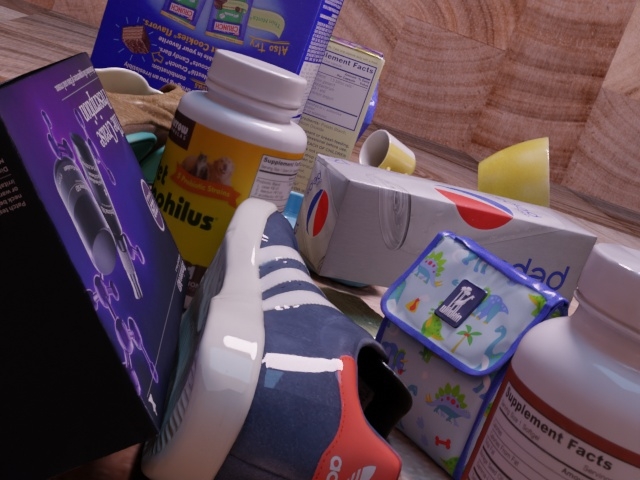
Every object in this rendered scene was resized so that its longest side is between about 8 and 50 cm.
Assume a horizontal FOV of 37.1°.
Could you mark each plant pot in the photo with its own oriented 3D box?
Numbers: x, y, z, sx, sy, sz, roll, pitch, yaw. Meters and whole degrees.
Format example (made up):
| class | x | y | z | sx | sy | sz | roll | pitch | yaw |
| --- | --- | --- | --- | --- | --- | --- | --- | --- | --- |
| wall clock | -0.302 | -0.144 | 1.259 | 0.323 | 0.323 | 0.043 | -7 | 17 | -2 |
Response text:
| class | x | y | z | sx | sy | sz | roll | pitch | yaw |
| --- | --- | --- | --- | --- | --- | --- | --- | --- | --- |
| plant pot | 0.266 | -0.074 | 1.318 | 0.095 | 0.134 | 0.134 | -1 | 9 | 13 |

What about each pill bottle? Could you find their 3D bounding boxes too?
| class | x | y | z | sx | sy | sz | roll | pitch | yaw |
| --- | --- | --- | --- | --- | --- | --- | --- | --- | --- |
| pill bottle | -0.085 | -0.052 | 0.838 | 0.117 | 0.215 | 0.117 | 19 | 13 | -4 |
| pill bottle | 0.139 | 0.117 | 0.483 | 0.121 | 0.216 | 0.121 | 19 | 13 | -5 |

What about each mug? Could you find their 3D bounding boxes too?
| class | x | y | z | sx | sy | sz | roll | pitch | yaw |
| --- | --- | --- | --- | --- | --- | --- | --- | --- | --- |
| mug | 0.094 | -0.103 | 1.298 | 0.064 | 0.078 | 0.062 | 23 | -22 | -35 |

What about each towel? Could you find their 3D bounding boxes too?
| class | x | y | z | sx | sy | sz | roll | pitch | yaw |
| --- | --- | --- | --- | --- | --- | --- | --- | --- | --- |
| towel | 0.016 | 0.073 | 0.897 | 0.110 | 0.027 | 0.148 | 11 | 16 | -30 |

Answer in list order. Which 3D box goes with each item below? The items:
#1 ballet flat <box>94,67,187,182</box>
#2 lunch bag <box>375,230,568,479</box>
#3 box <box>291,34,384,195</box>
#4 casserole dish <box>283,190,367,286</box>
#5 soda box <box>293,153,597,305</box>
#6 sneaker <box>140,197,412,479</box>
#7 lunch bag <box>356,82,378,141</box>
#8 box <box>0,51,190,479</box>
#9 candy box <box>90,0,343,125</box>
| class | x | y | z | sx | sy | sz | roll | pitch | yaw |
| --- | --- | --- | --- | --- | --- | --- | --- | --- | --- |
| ballet flat | -0.194 | -0.107 | 0.882 | 0.124 | 0.116 | 0.342 | 51 | 21 | 4 |
| lunch bag | 0.109 | 0.084 | 0.719 | 0.096 | 0.151 | 0.129 | 9 | 18 | -41 |
| box | -0.001 | -0.173 | 1.393 | 0.117 | 0.243 | 0.213 | 20 | 14 | -1 |
| casserole dish | 0.000 | 0.000 | 1.098 | 0.188 | 0.037 | 0.114 | 23 | 31 | 9 |
| soda box | 0.122 | -0.001 | 0.936 | 0.286 | 0.098 | 0.091 | 12 | 16 | -24 |
| sneaker | -0.020 | 0.079 | 0.643 | 0.148 | 0.131 | 0.350 | 25 | 18 | -9 |
| lunch bag | -0.086 | -0.290 | 1.771 | 0.327 | 0.239 | 0.385 | 19 | 6 | -14 |
| box | -0.163 | -0.001 | 0.562 | 0.103 | 0.184 | 0.261 | -20 | 16 | 1 |
| candy box | -0.146 | -0.222 | 1.212 | 0.268 | 0.317 | 0.122 | 24 | 12 | 11 |
